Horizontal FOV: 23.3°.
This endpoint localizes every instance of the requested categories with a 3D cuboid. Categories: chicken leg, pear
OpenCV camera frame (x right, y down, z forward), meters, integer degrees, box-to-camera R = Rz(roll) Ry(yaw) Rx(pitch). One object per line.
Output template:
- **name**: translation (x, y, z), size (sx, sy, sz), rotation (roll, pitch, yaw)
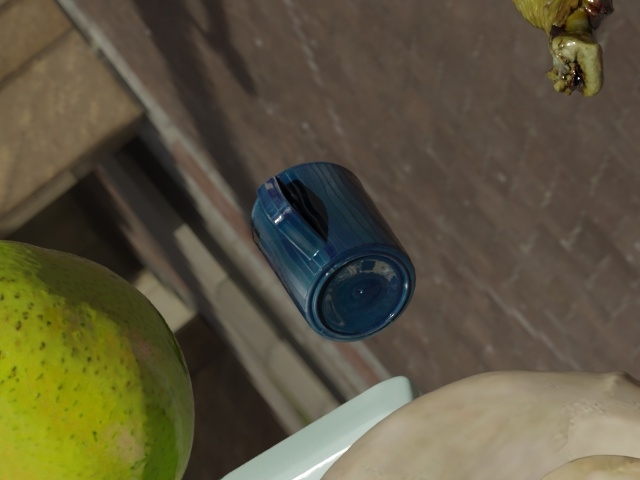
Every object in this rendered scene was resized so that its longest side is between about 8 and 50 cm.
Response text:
- **chicken leg**: translation (0.125, -0.139, 0.770), size (0.070, 0.093, 0.178), rotation (26, -140, -16)
- **pear**: translation (-0.169, 0.087, 0.856), size (0.187, 0.187, 0.220), rotation (42, 177, 37)

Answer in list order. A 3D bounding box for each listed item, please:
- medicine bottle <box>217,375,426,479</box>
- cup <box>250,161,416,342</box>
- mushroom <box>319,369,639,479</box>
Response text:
- **medicine bottle**: translation (-0.015, 0.182, 0.874), size (0.121, 0.229, 0.083), rotation (54, -169, -19)
- **cup**: translation (-0.002, 0.009, 1.393), size (0.150, 0.113, 0.138), rotation (9, -152, -29)
- **mushroom**: translation (0.113, 0.182, 0.589), size (0.292, 0.292, 0.290), rotation (49, 162, 9)
